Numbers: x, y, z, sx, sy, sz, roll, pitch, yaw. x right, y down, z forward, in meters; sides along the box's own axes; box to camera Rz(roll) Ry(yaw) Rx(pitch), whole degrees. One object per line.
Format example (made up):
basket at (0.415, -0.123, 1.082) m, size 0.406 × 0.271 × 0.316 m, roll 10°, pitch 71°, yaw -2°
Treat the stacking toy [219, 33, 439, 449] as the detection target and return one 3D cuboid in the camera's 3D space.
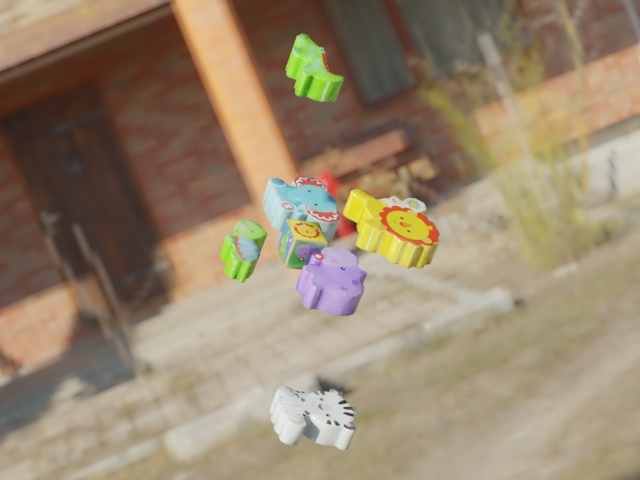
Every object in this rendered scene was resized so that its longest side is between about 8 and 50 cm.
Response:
stacking toy at (0.000, 0.000, 1.233) m, size 0.052 × 0.167 × 0.221 m, roll 7°, pitch 35°, yaw -23°
